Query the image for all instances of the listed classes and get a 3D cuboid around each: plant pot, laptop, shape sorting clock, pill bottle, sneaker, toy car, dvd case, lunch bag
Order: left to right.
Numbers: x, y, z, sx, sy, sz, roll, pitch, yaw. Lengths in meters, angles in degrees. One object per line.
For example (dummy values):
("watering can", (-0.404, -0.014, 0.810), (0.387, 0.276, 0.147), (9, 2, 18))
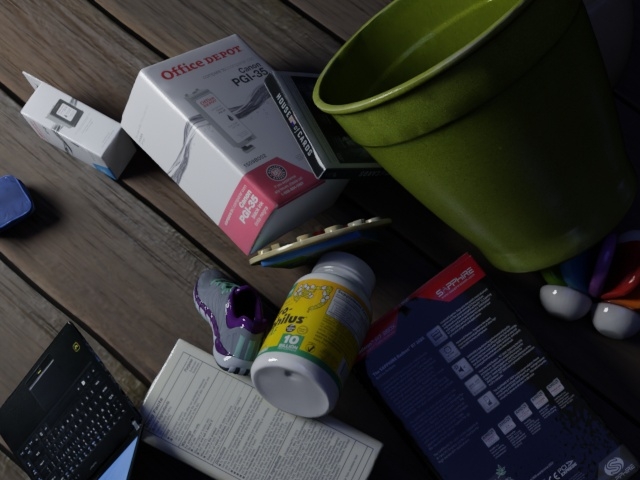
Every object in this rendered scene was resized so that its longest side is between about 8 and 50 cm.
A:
("lunch bag", (-0.476, -0.048, 1.445), (0.098, 0.065, 0.067), (-28, 91, -9))
("laptop", (-0.345, 0.285, 1.247), (0.264, 0.136, 0.234), (50, 118, 14))
("sneaker", (-0.112, 0.085, 1.335), (0.083, 0.098, 0.224), (10, 27, -26))
("shape sorting clock", (0.000, 0.000, 1.352), (0.206, 0.206, 0.040), (-15, 82, -4))
("pill bottle", (0.000, 0.116, 1.275), (0.117, 0.118, 0.208), (22, 51, 7))
("dvd case", (0.050, -0.165, 1.405), (0.238, 0.029, 0.179), (-5, 57, -42))
("plant pot", (0.241, -0.157, 1.301), (0.366, 0.366, 0.353), (-43, 113, -11))
("plant pot", (0.347, -0.348, 1.461), (0.284, 0.191, 0.284), (0, 73, 0))
("toy car", (0.402, 0.041, 1.370), (0.182, 0.136, 0.159), (20, 75, 6))

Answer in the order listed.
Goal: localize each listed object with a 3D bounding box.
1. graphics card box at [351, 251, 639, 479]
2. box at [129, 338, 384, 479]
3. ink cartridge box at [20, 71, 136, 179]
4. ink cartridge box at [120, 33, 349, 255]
("graphics card box", (0.226, 0.232, 1.337), (0.232, 0.094, 0.371), (-36, 75, -9))
("box", (-0.085, 0.271, 1.314), (0.311, 0.121, 0.148), (27, 75, 8))
("ink cartridge box", (-0.374, -0.171, 1.459), (0.180, 0.104, 0.060), (29, 77, 9))
("ink cartridge box", (-0.115, -0.144, 1.398), (0.283, 0.117, 0.207), (45, 46, 12))
